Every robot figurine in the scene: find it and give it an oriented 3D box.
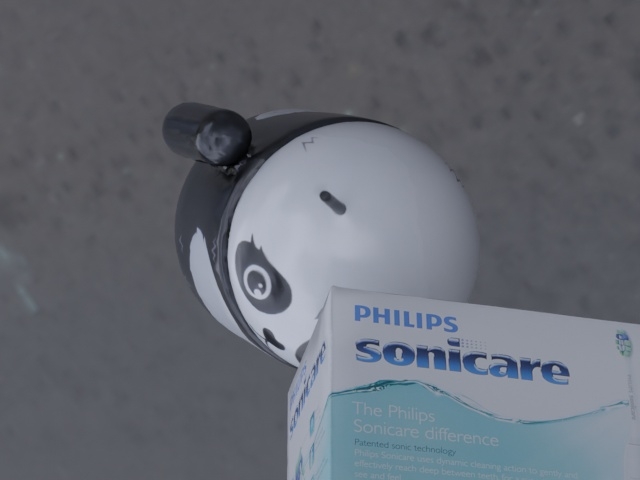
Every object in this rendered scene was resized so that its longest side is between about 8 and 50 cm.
[{"bbox_3d":[-0.003,0.000,1.274,0.278,0.209,0.173,-159,73,-72],"label":"robot figurine"}]

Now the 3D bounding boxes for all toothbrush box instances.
[{"bbox_3d":[0.095,0.187,1.002,0.126,0.216,0.295,112,162,-54],"label":"toothbrush box"}]
